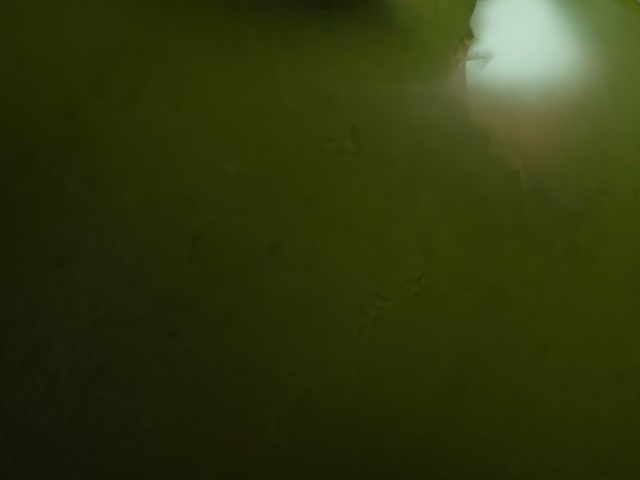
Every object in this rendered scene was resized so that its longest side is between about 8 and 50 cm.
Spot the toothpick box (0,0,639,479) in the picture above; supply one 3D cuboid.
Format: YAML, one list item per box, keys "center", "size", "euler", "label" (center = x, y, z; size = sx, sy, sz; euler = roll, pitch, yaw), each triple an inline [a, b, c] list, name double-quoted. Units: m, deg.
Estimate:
- center: [0.000, 0.000, 0.544]
  size: [0.409, 0.425, 0.409]
  euler: [22, 42, -21]
  label: "toothpick box"
